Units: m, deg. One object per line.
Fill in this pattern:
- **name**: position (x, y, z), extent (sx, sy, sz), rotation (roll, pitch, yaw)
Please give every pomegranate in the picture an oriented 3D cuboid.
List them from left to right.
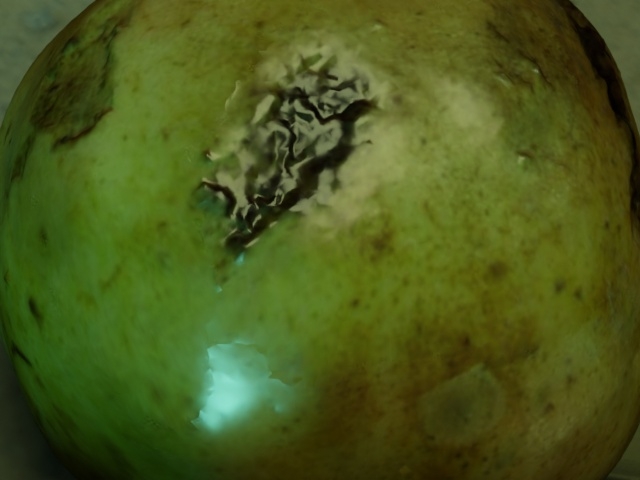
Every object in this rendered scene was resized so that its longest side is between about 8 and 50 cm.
- **pomegranate**: position (0.000, 0.000, 0.691), extent (0.260, 0.260, 0.260), rotation (10, 50, -13)

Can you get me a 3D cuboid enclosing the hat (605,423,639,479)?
- **hat**: position (0.171, 0.071, 0.812), extent (0.175, 0.085, 0.147), rotation (2, 60, 10)
